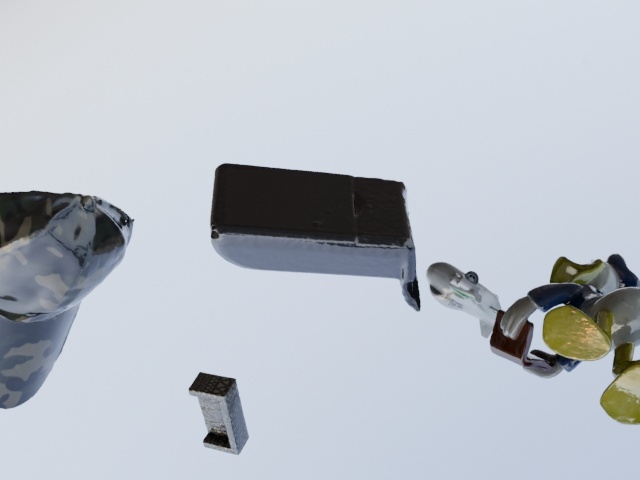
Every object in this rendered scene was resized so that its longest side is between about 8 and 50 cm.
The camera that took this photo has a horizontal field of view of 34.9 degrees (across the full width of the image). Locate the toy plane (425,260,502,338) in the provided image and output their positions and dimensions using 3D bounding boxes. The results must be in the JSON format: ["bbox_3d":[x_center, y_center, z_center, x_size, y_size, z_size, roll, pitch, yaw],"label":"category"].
[{"bbox_3d":[0.268,0.104,1.900,0.080,0.174,0.174,-53,-151,-8],"label":"toy plane"}]

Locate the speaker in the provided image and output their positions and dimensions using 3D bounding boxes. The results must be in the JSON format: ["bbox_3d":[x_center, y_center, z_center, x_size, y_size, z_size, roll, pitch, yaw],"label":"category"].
[{"bbox_3d":[0.000,0.000,1.770,0.389,0.184,0.180,6,-138,-6],"label":"speaker"}]

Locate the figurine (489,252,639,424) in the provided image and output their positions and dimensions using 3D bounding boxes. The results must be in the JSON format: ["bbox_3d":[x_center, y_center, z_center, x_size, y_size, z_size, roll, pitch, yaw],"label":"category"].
[{"bbox_3d":[0.409,0.129,1.570,0.284,0.204,0.338,-27,-169,39],"label":"figurine"}]

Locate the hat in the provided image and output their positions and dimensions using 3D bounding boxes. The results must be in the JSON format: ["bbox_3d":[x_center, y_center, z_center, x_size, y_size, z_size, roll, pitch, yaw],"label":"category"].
[{"bbox_3d":[-0.461,0.105,1.655,0.366,0.381,0.257,1,-175,-43],"label":"hat"}]

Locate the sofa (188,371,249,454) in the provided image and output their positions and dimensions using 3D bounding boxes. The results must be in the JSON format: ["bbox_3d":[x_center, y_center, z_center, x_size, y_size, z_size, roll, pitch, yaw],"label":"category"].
[{"bbox_3d":[-0.138,0.236,1.391,0.060,0.118,0.039,10,-140,22],"label":"sofa"}]
